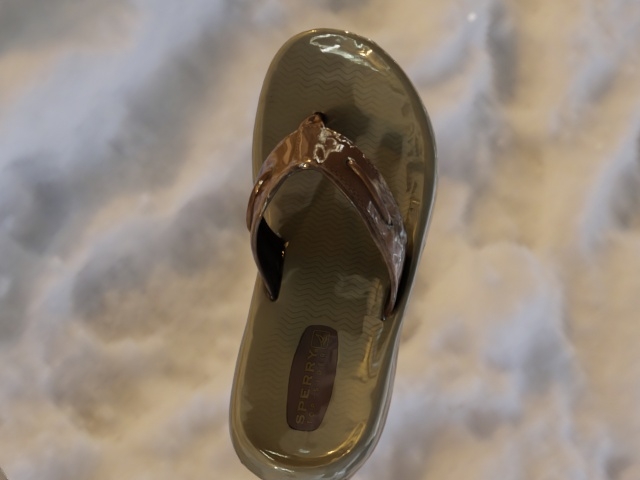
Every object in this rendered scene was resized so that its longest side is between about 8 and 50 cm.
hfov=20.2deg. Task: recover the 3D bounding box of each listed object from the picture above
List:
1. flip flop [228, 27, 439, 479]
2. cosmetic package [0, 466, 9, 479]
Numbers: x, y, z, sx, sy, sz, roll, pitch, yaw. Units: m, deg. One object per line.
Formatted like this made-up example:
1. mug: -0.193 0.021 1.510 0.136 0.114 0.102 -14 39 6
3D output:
1. flip flop: 0.000 0.000 0.994 0.112 0.080 0.277 4 64 12
2. cosmetic package: -0.242 0.261 1.138 0.217 0.385 0.156 36 65 19
